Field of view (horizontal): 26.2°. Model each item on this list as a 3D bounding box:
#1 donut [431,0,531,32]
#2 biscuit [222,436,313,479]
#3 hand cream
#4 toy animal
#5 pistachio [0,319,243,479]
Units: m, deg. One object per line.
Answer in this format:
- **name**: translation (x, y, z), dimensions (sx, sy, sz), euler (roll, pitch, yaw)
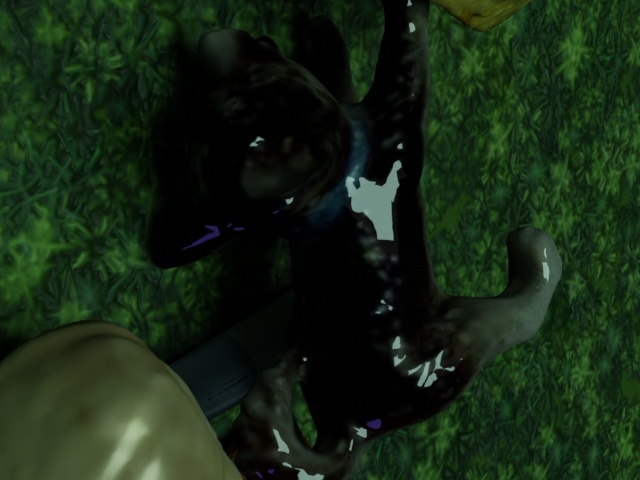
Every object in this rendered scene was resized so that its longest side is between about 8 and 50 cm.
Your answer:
- **donut**: translation (0.123, -0.354, 1.042), dimensions (0.435, 0.163, 0.378), euler (33, 46, -49)
- **biscuit**: translation (-0.053, 0.245, 1.131), dimensions (0.188, 0.027, 0.188), euler (-7, 100, -47)
- **hand cream**: translation (-0.043, 0.089, 1.105), dimensions (0.255, 0.048, 0.079), euler (-28, 121, -45)
- **toy animal**: translation (0.000, 0.000, 1.010), dimensions (0.302, 0.194, 0.344), euler (-34, 97, -37)
- **pistachio**: translation (-0.156, 0.208, 0.893), dimensions (0.214, 0.193, 0.318), euler (10, 97, -24)
